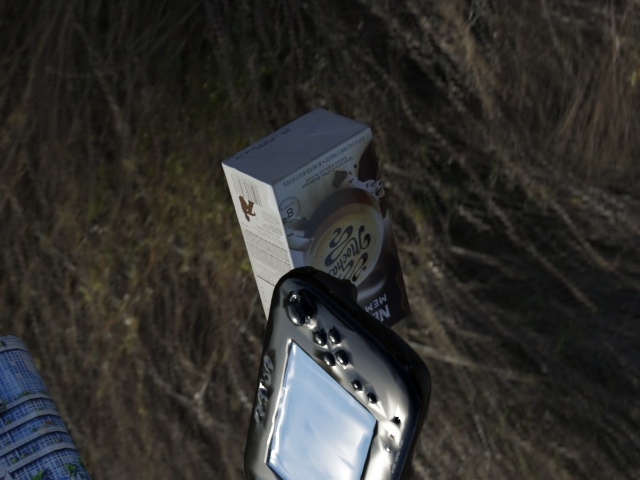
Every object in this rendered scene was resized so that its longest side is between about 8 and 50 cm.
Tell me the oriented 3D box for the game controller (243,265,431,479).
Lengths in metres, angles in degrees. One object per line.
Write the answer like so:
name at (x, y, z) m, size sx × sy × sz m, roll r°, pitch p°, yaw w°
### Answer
game controller at (0.008, 0.166, 1.140) m, size 0.166 × 0.067 × 0.319 m, roll 49°, pitch 146°, yaw 31°

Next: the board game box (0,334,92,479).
board game box at (-0.311, 0.161, 1.070) m, size 0.194 × 0.060 × 0.194 m, roll -31°, pitch 73°, yaw -1°

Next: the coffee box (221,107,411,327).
coffee box at (0.000, 0.000, 1.775) m, size 0.119 × 0.168 × 0.297 m, roll 26°, pitch 140°, yaw 47°
